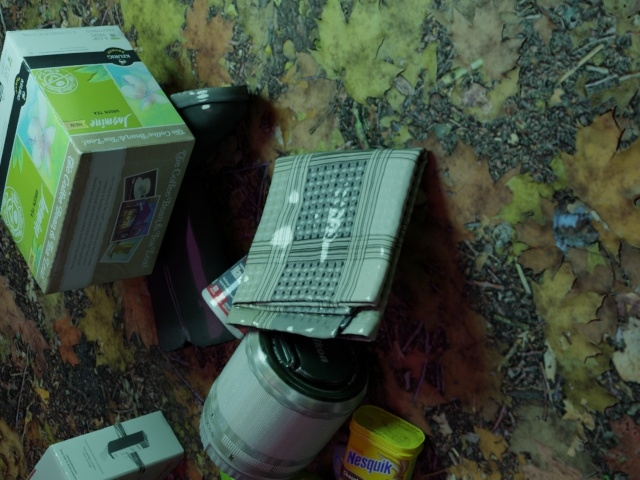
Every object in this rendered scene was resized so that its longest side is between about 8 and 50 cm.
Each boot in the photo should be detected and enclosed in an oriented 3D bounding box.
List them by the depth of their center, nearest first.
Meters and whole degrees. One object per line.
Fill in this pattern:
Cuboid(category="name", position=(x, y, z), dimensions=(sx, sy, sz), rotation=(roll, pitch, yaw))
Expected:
Cuboid(category="boot", position=(-0.211, -0.031, 2.009), dimensions=(0.367, 0.146, 0.445), rotation=(-11, 90, 54))

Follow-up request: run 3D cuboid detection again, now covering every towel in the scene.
Cuboid(category="towel", position=(0.000, 0.000, 1.770), dimensions=(0.312, 0.056, 0.324), rotation=(1, 67, 40))

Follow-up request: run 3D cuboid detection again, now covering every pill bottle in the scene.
Cuboid(category="pill bottle", position=(-0.103, 0.073, 1.917), dimensions=(0.180, 0.108, 0.108), rotation=(-40, 68, -2))

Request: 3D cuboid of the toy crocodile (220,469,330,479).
Cuboid(category="toy crocodile", position=(-0.058, 0.460, 2.038), dimensions=(0.340, 0.105, 0.115), rotation=(3, 119, 40))

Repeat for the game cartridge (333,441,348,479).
Cuboid(category="game cartridge", position=(0.047, 0.399, 1.976), dimensions=(0.056, 0.017, 0.083), rotation=(6, 104, 46))

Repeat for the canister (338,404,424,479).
Cuboid(category="canister", position=(0.096, 0.379, 1.879), dimensions=(0.126, 0.073, 0.170), rotation=(25, 119, 24))

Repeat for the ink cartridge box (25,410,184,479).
Cuboid(category="ink cartridge box", position=(-0.441, 0.469, 2.274), dimensions=(0.114, 0.273, 0.197), rotation=(57, 132, 21))

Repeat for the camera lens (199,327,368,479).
Cuboid(category="camera lens", position=(-0.063, 0.262, 1.901), dimensions=(0.219, 0.219, 0.274), rotation=(51, 130, 21))

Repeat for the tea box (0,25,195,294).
Cuboid(category="tea box", position=(-0.414, -0.143, 1.945), dimensions=(0.323, 0.220, 0.329), rotation=(52, 137, 31))
